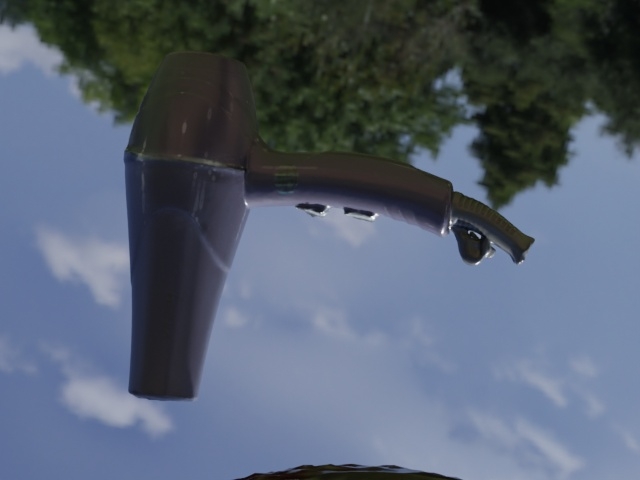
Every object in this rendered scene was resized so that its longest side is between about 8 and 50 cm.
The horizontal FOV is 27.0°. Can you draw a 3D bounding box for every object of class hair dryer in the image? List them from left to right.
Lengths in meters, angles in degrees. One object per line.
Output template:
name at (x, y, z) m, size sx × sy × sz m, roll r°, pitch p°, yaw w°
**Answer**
hair dryer at (0.000, 0.000, 1.141) m, size 0.361 × 0.301 × 0.121 m, roll 5°, pitch 176°, yaw 11°

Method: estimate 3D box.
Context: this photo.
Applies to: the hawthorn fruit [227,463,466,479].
hawthorn fruit at (-0.017, 0.184, 0.350) m, size 0.210 × 0.266 × 0.230 m, roll 27°, pitch -131°, yaw -10°
